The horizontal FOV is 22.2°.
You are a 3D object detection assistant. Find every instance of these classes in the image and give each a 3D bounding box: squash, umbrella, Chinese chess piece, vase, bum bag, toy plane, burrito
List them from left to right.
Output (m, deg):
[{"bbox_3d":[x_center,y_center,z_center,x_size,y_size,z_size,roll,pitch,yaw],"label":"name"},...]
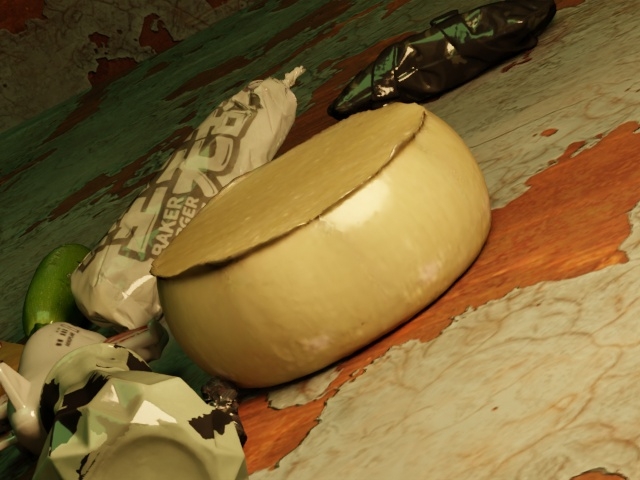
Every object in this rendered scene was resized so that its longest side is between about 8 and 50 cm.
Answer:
[{"bbox_3d":[-0.265,0.149,1.650,0.252,0.118,0.252,-28,7,4],"label":"toy plane"},{"bbox_3d":[-0.332,0.064,2.102,0.082,0.082,0.292,-29,16,9],"label":"squash"},{"bbox_3d":[-0.166,0.167,1.364,0.165,0.165,0.360,-34,13,-8],"label":"vase"},{"bbox_3d":[-0.150,-0.059,1.986,0.139,0.101,0.445,-4,42,49],"label":"burrito"},{"bbox_3d":[-0.086,0.157,1.441,0.037,0.040,0.144,-19,17,-1],"label":"umbrella"},{"bbox_3d":[0.000,0.000,1.578,0.338,0.140,0.338,-28,14,8],"label":"Chinese chess piece"},{"bbox_3d":[0.148,-0.234,2.101,0.340,0.095,0.144,-23,3,23],"label":"bum bag"}]

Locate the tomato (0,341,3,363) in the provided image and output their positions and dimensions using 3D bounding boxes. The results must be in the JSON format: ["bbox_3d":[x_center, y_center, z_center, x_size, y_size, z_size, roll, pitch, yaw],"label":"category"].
[{"bbox_3d":[-0.472,0.145,1.794,0.155,0.181,0.214,-41,-1,42],"label":"tomato"}]

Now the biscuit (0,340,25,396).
[{"bbox_3d":[-0.424,0.200,1.900,0.237,0.062,0.291,-38,18,-20],"label":"biscuit"}]
